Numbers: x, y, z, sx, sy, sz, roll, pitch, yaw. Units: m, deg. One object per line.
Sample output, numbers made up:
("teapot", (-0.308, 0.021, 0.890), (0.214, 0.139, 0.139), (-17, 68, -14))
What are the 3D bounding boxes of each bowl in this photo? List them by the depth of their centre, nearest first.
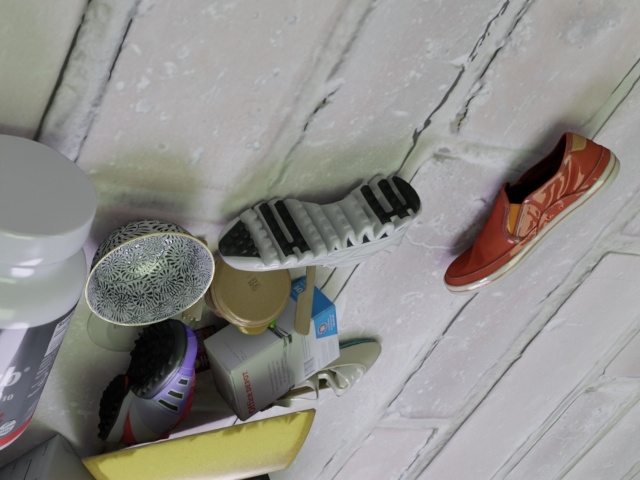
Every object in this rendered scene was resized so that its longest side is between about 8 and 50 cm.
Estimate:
("bowl", (-0.230, 0.026, 1.288), (0.170, 0.080, 0.170), (-16, 139, -14))

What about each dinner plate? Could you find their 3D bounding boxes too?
("dinner plate", (-0.264, 0.118, 1.420), (0.141, 0.017, 0.141), (-15, 138, -14))

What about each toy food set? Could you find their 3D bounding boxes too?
("toy food set", (-0.102, 0.066, 1.399), (0.192, 0.038, 0.132), (11, 83, -25))

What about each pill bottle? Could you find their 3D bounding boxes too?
("pill bottle", (-0.393, 0.069, 1.141), (0.210, 0.210, 0.363), (4, 131, -32))

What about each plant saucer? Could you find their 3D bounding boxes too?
("plant saucer", (-0.187, 0.334, 1.505), (0.333, 0.081, 0.333), (-10, 171, -14))

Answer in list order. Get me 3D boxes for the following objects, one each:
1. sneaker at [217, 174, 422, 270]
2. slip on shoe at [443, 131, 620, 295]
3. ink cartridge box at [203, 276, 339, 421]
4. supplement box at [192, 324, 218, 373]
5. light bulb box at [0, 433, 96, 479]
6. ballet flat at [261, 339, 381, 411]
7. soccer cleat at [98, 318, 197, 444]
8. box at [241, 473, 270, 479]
("sneaker", (0.000, 0.000, 1.378), (0.292, 0.110, 0.118), (-12, 147, -18))
("slip on shoe", (0.301, -0.040, 1.510), (0.101, 0.123, 0.331), (38, 118, -14))
("ink cartridge box", (-0.069, 0.164, 1.491), (0.190, 0.082, 0.139), (-31, 143, -21))
("supplement box", (-0.190, 0.170, 1.495), (0.083, 0.043, 0.055), (-18, 138, -12))
("light bulb box", (-0.488, 0.530, 1.436), (0.361, 0.358, 0.225), (-31, 108, 5))
("ballet flat", (-0.001, 0.231, 1.639), (0.248, 0.086, 0.086), (-11, 138, -19))
("soccer cleat", (-0.226, 0.209, 1.429), (0.116, 0.108, 0.318), (13, 142, -24))
("box", (-0.221, 0.598, 1.732), (0.343, 0.312, 0.179), (-7, 136, -24))
